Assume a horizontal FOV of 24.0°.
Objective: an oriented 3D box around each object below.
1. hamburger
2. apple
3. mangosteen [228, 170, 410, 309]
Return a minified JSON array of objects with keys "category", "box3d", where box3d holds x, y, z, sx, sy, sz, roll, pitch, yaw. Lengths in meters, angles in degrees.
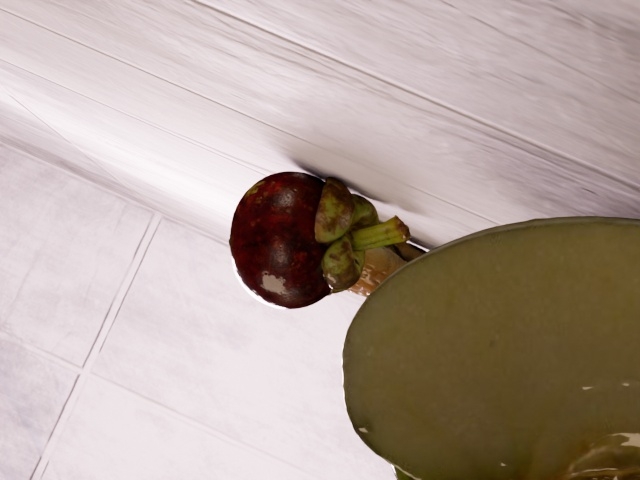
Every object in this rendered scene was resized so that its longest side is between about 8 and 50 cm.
[{"category":"hamburger","box3d":[0.047,0.019,1.770,0.176,0.087,0.102,26,177,7]},{"category":"apple","box3d":[0.210,0.160,1.024,0.360,0.311,0.320,-6,150,20]},{"category":"mangosteen","box3d":[-0.008,0.009,1.579,0.181,0.145,0.156,23,172,20]}]
